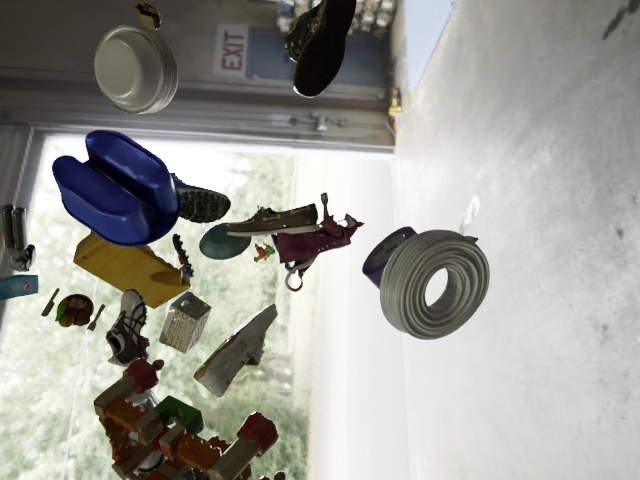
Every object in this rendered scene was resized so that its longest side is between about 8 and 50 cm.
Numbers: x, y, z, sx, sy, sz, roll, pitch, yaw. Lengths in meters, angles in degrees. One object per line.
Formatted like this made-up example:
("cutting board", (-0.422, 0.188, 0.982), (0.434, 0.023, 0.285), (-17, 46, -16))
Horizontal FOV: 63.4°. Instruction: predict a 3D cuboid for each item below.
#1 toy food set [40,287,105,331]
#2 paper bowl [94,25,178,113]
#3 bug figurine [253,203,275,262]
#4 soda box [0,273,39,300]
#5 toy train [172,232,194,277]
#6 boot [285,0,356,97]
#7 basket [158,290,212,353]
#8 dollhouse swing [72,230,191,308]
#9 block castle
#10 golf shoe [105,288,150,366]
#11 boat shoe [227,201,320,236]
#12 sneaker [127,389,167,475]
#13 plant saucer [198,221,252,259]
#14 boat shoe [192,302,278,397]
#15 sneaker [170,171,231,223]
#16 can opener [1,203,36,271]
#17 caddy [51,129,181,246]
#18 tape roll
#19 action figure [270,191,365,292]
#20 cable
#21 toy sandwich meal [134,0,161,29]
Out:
("toy food set", (-0.874, 0.254, 1.847), (0.038, 0.192, 0.133), (27, 89, 54))
("paper bowl", (-0.638, -0.572, 1.745), (0.148, 0.284, 0.285), (-38, -44, -62))
("bug figurine", (-0.257, -0.026, 2.457), (0.216, 0.072, 0.279), (46, -137, -72))
("soda box", (-1.049, 0.157, 1.750), (0.210, 0.067, 0.071), (-10, -78, -83))
("toy train", (-0.394, 0.050, 1.487), (0.036, 0.027, 0.158), (-95, -4, -54))
("boot", (-0.030, -0.648, 1.747), (0.284, 0.138, 0.378), (16, 89, 64))
("basket", (-0.440, 0.271, 1.694), (0.167, 0.103, 0.113), (-65, -8, 27))
("dollhouse swing", (-0.669, 0.026, 1.918), (0.315, 0.347, 0.305), (-29, 38, 28))
("block castle", (-0.298, 0.485, 1.232), (0.213, 0.452, 0.303), (-39, -46, -48))
("golf shoe", (-0.630, 0.277, 1.681), (0.105, 0.120, 0.273), (-37, 57, 33))
("boat shoe", (-0.164, -0.068, 1.759), (0.116, 0.324, 0.097), (-31, -65, -76))
("sneaker", (-0.590, 0.573, 1.705), (0.366, 0.137, 0.210), (-129, 29, -52))
("plant saucer", (-0.344, -0.011, 1.854), (0.195, 0.194, 0.038), (-93, -1, -45))
("boat shoe", (-0.178, 0.259, 1.229), (0.277, 0.096, 0.098), (-45, 5, -41))
("sneaker", (-0.438, -0.153, 1.611), (0.147, 0.329, 0.130), (-101, 29, -48))
("can opener", (-1.061, -0.009, 1.829), (0.095, 0.075, 0.284), (-80, 5, -58))
("caddy", (-0.537, -0.132, 1.381), (0.241, 0.341, 0.179), (-50, -13, -30))
("tape roll", (0.210, 0.053, 1.443), (0.189, 0.080, 0.189), (-41, 15, 13))
("action figure", (0.000, 0.000, 1.994), (0.248, 0.369, 0.276), (52, -154, -56))
("cable", (0.257, 0.102, 1.156), (0.089, 0.256, 0.257), (33, 110, 59))
("toy sandwich meal", (-0.492, -0.639, 1.471), (0.086, 0.085, 0.029), (104, -169, -66))
